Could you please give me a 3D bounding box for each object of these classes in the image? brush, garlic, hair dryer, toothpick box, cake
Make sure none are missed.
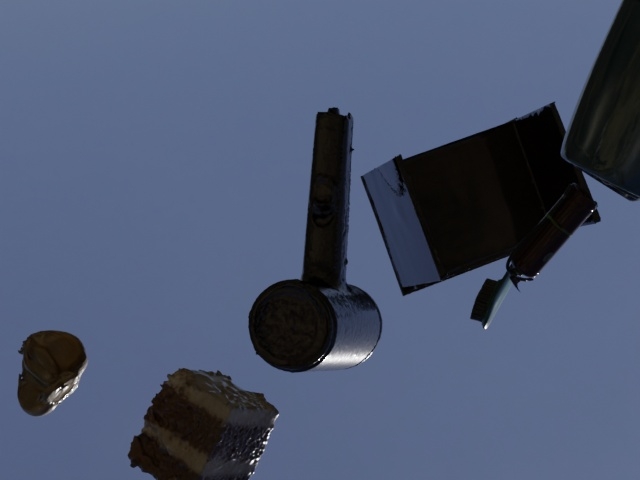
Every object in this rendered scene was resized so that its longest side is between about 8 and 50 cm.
[{"bbox_3d":[0.225,0.056,2.220,0.032,0.043,0.193,18,-151,11],"label":"brush"},{"bbox_3d":[-0.341,0.168,2.191,0.094,0.074,0.113,30,-108,35],"label":"garlic"},{"bbox_3d":[0.000,0.000,1.637,0.089,0.251,0.197,3,179,15],"label":"hair dryer"},{"bbox_3d":[0.284,-0.127,1.482,0.120,0.184,0.120,27,-173,-4],"label":"toothpick box"},{"bbox_3d":[-0.154,0.256,2.303,0.135,0.147,0.134,31,-166,33],"label":"cake"}]

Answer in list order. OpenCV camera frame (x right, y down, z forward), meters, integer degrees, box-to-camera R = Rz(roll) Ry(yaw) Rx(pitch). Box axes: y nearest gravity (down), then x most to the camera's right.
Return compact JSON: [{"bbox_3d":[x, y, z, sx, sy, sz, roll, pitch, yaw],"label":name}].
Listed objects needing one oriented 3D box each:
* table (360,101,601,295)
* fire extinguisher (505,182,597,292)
[{"bbox_3d":[0.222,-0.056,2.477,0.250,0.196,0.282,-19,179,-9],"label":"table"},{"bbox_3d":[0.243,0.000,1.872,0.132,0.056,0.039,-50,-134,14],"label":"fire extinguisher"}]
